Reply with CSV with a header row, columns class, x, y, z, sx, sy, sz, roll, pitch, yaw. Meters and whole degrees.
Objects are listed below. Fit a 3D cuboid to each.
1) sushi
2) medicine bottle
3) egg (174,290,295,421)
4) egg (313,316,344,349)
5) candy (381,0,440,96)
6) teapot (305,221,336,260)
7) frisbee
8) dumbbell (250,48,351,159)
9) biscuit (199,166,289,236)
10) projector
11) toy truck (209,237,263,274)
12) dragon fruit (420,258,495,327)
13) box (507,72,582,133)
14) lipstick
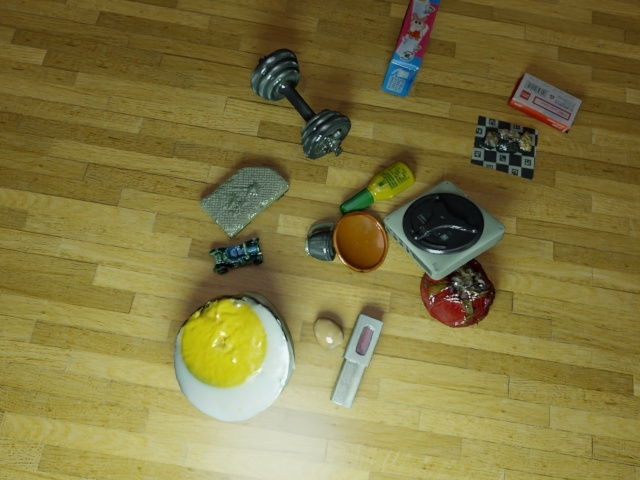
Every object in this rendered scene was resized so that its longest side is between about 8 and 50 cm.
class,x,y,z,sx,sy,sz,roll,pitch,yaw
sushi,0.625,-0.322,1.413,0.216,0.050,0.192,14,75,1
medicine bottle,0.176,-0.157,1.338,0.261,0.064,0.094,-33,78,-11
egg,-0.200,0.291,1.133,0.338,0.201,0.336,0,90,19
egg,0.021,0.263,1.215,0.080,0.080,0.096,-27,75,-9
candy,0.302,-0.660,1.427,0.100,0.157,0.305,19,76,2
teapot,0.001,0.008,1.289,0.091,0.124,0.091,-1,118,17
frisbee,0.119,0.005,1.294,0.192,0.035,0.191,5,77,-25
dumbbell,-0.064,-0.425,1.337,0.179,0.179,0.406,-36,81,-11
biscuit,-0.232,-0.139,1.318,0.252,0.052,0.150,-41,81,-12
projector,0.363,-0.043,1.268,0.259,0.079,0.257,-31,53,-10
toy truck,-0.249,0.043,1.257,0.155,0.078,0.080,-15,76,-6
dragon fruit,0.412,0.138,1.233,0.219,0.148,0.223,15,75,2
box,0.773,-0.471,1.460,0.230,0.050,0.122,28,78,4
lipstick,0.099,0.338,1.201,0.079,0.077,0.252,23,77,3
